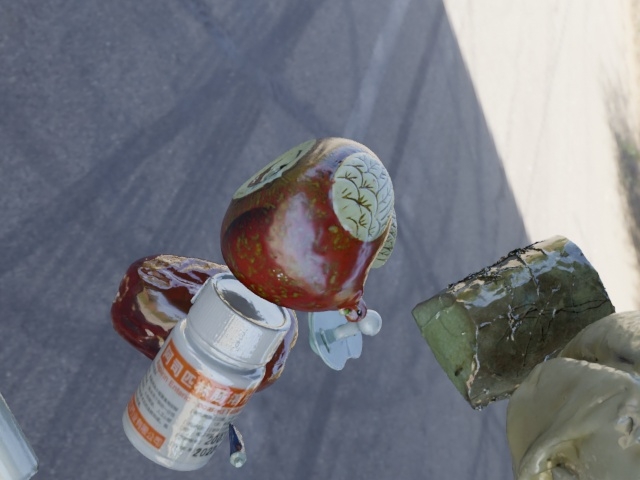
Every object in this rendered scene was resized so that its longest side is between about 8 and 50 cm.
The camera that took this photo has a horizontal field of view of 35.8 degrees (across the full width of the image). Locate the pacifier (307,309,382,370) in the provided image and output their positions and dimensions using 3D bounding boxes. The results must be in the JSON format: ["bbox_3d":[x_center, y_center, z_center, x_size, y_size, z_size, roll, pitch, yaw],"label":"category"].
[{"bbox_3d":[0.042,0.134,1.572,0.150,0.117,0.126,-10,78,-59],"label":"pacifier"}]

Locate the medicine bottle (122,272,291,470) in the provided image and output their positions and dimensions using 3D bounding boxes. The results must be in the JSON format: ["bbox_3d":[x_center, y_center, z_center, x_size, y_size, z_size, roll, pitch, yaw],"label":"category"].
[{"bbox_3d":[-0.153,0.176,1.335,0.144,0.252,0.144,30,16,-9],"label":"medicine bottle"}]

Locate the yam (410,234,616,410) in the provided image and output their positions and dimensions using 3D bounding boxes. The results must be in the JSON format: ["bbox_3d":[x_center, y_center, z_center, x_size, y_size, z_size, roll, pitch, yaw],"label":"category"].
[{"bbox_3d":[0.287,0.118,1.477,0.202,0.271,0.201,53,-14,46],"label":"yam"}]

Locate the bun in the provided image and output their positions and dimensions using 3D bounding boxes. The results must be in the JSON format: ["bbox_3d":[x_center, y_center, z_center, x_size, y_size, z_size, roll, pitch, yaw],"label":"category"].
[{"bbox_3d":[0.357,0.262,1.175,0.219,0.365,0.365,0,75,-27],"label":"bun"}]

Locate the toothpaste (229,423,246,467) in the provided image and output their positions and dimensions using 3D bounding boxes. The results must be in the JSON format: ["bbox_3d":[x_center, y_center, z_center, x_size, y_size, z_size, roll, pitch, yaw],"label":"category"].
[{"bbox_3d":[-0.097,0.239,1.148,0.027,0.019,0.083,57,3,-19],"label":"toothpaste"}]

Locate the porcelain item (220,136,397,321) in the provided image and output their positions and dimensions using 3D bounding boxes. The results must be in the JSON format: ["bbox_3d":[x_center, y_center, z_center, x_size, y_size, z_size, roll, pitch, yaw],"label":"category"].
[{"bbox_3d":[0.000,0.000,1.277,0.253,0.253,0.253,42,41,-52],"label":"porcelain item"}]

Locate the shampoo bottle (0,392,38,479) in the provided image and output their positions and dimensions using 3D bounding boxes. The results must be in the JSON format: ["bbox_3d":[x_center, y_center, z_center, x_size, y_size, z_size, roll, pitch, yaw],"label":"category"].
[{"bbox_3d":[-0.383,0.109,0.943,0.071,0.153,0.284,-51,127,-67],"label":"shampoo bottle"}]

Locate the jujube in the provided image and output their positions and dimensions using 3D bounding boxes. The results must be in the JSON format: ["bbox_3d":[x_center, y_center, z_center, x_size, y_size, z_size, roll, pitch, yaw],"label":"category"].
[{"bbox_3d":[-0.200,0.144,1.722,0.223,0.318,0.223,-158,-90,-87],"label":"jujube"}]
